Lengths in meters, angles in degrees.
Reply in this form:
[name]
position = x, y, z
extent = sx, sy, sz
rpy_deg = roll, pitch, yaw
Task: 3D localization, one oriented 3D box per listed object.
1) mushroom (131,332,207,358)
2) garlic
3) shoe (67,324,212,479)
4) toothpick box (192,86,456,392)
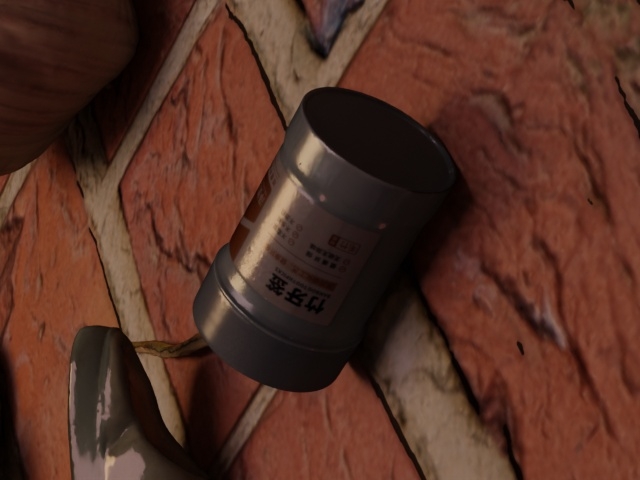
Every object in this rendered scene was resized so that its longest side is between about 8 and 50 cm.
[mushroom]
position = -0.074, 0.070, 1.158
extent = 0.286, 0.028, 0.026
rpy_deg = -4, 120, 60
[garlic]
position = -0.300, -0.196, 1.386
extent = 0.317, 0.259, 0.317
rpy_deg = -21, 66, 60
[shoe]
position = -0.115, 0.178, 1.132
extent = 0.100, 0.103, 0.251
rpy_deg = -10, 83, 13
[toothpick box]
position = 0.000, 0.000, 0.969
extent = 0.153, 0.101, 0.101
rpy_deg = -61, 35, 28
